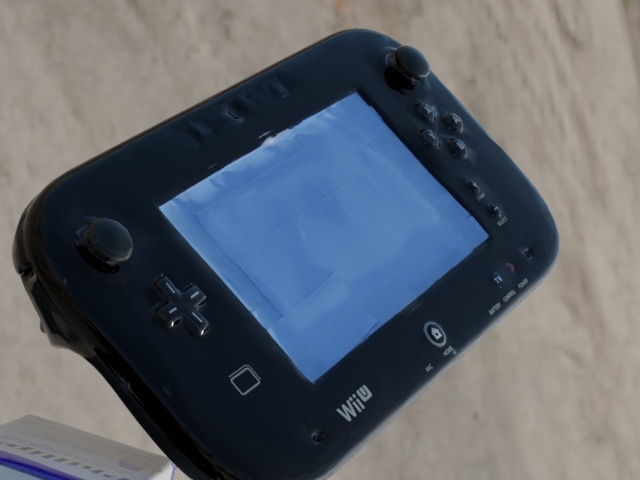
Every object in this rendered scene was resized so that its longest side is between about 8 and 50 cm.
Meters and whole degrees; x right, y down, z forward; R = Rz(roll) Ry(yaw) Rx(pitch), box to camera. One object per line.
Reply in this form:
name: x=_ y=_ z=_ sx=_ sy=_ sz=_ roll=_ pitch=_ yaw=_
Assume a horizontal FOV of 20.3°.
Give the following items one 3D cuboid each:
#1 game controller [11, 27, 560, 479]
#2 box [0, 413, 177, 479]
game controller: x=0.000 y=0.000 z=0.821 sx=0.166 sy=0.067 sz=0.319 roll=41 pitch=37 yaw=10
box: x=-0.114 y=0.141 z=0.695 sx=0.137 sy=0.072 sz=0.126 roll=8 pitch=99 yaw=-86
